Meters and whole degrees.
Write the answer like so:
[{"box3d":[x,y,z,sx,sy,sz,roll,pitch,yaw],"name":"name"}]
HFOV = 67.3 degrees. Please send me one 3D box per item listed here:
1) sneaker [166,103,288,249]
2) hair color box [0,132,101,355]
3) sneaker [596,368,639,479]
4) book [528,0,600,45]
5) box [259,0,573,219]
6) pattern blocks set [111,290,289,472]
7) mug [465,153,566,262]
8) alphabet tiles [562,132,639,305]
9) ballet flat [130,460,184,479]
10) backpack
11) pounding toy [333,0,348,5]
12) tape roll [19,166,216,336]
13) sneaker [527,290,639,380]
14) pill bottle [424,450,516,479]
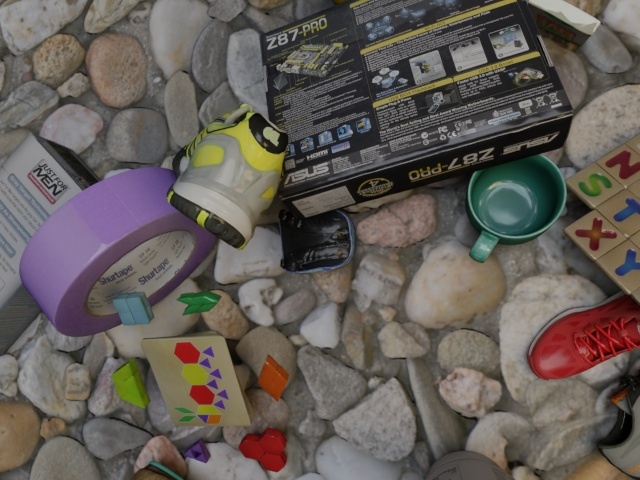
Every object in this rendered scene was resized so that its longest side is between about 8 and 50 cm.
[{"box3d":[-0.117,-0.108,0.683,0.145,0.385,0.147,36,95,-24],"name":"sneaker"},{"box3d":[-0.548,0.016,0.862,0.185,0.113,0.374,44,94,12],"name":"hair color box"},{"box3d":[0.469,0.199,0.648,0.107,0.100,0.272,24,88,20],"name":"sneaker"},{"box3d":[0.354,-0.325,0.703,0.096,0.144,0.035,37,116,11],"name":"book"},{"box3d":[0.113,-0.232,0.715,0.394,0.097,0.319,-16,67,13],"name":"box"},{"box3d":[-0.184,0.217,0.735,0.285,0.026,0.325,2,115,11],"name":"pattern blocks set"},{"box3d":[0.269,-0.052,0.711,0.157,0.097,0.130,-27,76,8],"name":"mug"},{"box3d":[0.517,-0.039,0.639,0.342,0.011,0.285,-30,61,-8],"name":"alphabet tiles"},{"box3d":[-0.160,0.457,0.723,0.341,0.116,0.124,18,48,14],"name":"ballet flat"},{"box3d":[0.000,0.000,0.768,0.114,0.084,0.105,-6,83,16],"name":"backpack"},{"box3d":[0.071,-0.422,0.758,0.182,0.237,0.110,-8,113,12],"name":"pounding toy"},{"box3d":[-0.290,0.020,0.727,0.275,0.275,0.090,-44,77,4],"name":"tape roll"},{"box3d":[0.393,0.124,0.654,0.221,0.128,0.087,-36,78,5],"name":"sneaker"},{"box3d":[0.195,0.369,0.587,0.160,0.283,0.161,-1,84,11],"name":"pill bottle"}]
